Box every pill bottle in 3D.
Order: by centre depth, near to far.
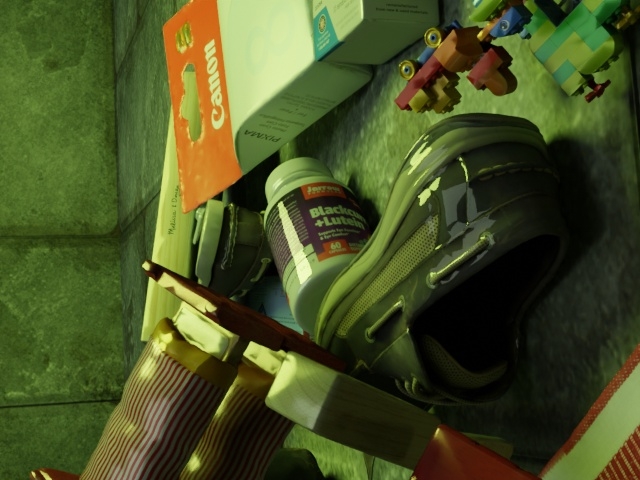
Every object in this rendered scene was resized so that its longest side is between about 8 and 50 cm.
[{"bbox_3d":[0.000,0.000,1.030,0.193,0.108,0.108,-112,28,-45],"label":"pill bottle"}]

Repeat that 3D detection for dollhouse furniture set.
[{"bbox_3d":[-0.024,0.174,0.666,0.374,0.152,0.201,23,85,49],"label":"dollhouse furniture set"}]

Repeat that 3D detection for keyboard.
[{"bbox_3d":[-0.124,-0.111,1.353,0.072,0.014,0.256,105,-174,-57],"label":"keyboard"}]

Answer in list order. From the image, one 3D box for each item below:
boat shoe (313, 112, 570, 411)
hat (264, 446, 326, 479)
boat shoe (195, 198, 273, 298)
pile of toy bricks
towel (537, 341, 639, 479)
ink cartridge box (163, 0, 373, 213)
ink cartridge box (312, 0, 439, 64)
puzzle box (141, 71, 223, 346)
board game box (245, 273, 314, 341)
[{"bbox_3d":[0.084,0.067,0.758,0.355,0.132,0.130,107,155,-44],"label":"boat shoe"},{"bbox_3d":[-0.049,0.332,1.147,0.331,0.134,0.331,164,90,-83],"label":"hat"},{"bbox_3d":[-0.114,0.024,1.303,0.324,0.096,0.117,119,159,-74],"label":"boat shoe"},{"bbox_3d":[0.153,-0.139,0.629,0.105,0.118,0.212,53,132,14],"label":"pile of toy bricks"},{"bbox_3d":[0.218,0.220,0.519,0.237,0.037,0.329,110,153,-44],"label":"towel"},{"bbox_3d":[-0.110,-0.247,1.182,0.385,0.091,0.308,-30,60,43],"label":"ink cartridge box"},{"bbox_3d":[0.047,-0.279,0.927,0.139,0.082,0.191,161,106,-70],"label":"ink cartridge box"},{"bbox_3d":[-0.197,-0.011,1.458,0.272,0.052,0.409,87,-173,-70],"label":"puzzle box"},{"bbox_3d":[-0.055,0.117,1.315,0.281,0.027,0.145,173,99,-71],"label":"board game box"}]
